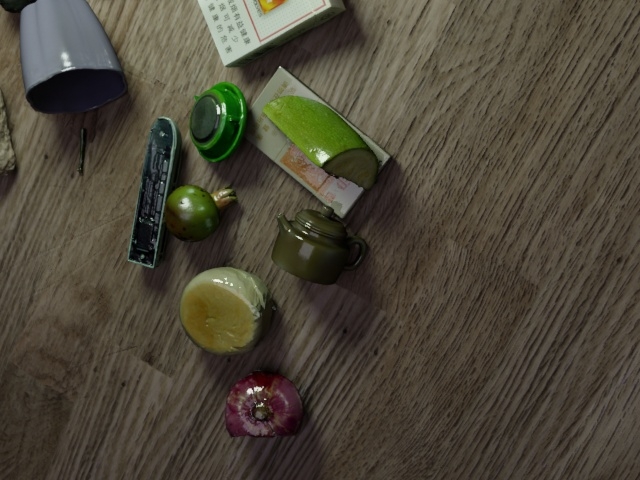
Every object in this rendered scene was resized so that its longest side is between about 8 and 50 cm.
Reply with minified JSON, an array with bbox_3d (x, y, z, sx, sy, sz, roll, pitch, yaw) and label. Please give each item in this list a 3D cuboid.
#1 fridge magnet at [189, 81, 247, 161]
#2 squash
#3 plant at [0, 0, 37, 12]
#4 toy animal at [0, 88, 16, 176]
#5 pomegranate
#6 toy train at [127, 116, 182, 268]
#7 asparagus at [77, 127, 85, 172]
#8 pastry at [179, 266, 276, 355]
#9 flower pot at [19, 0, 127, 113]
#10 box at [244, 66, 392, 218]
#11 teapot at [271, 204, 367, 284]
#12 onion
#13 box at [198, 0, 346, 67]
[{"bbox_3d":[-0.265,-0.304,1.821,0.208,0.088,0.208,-6,81,45],"label":"fridge magnet"},{"bbox_3d":[0.013,-0.262,1.750,0.111,0.203,0.289,-55,47,16],"label":"squash"},{"bbox_3d":[-0.750,-0.696,1.886,0.256,0.164,0.142,-27,91,7],"label":"plant"},{"bbox_3d":[-1.000,-0.350,1.999,0.226,0.188,0.359,-5,97,11],"label":"toy animal"},{"bbox_3d":[-0.318,-0.079,1.879,0.205,0.159,0.159,-25,92,-6],"label":"pomegranate"},{"bbox_3d":[-0.436,-0.133,1.924,0.086,0.088,0.407,16,103,11],"label":"toy train"},{"bbox_3d":[-0.675,-0.254,2.010,0.015,0.018,0.127,20,107,48],"label":"asparagus"},{"bbox_3d":[-0.251,0.192,1.903,0.264,0.133,0.265,3,101,16],"label":"pastry"},{"bbox_3d":[-0.668,-0.490,1.858,0.265,0.265,0.243,-24,81,18],"label":"flower pot"},{"bbox_3d":[-0.018,-0.248,1.804,0.365,0.051,0.205,40,107,6],"label":"box"},{"bbox_3d":[0.000,0.000,1.779,0.267,0.185,0.175,16,107,-26],"label":"teapot"},{"bbox_3d":[-0.152,0.439,1.900,0.207,0.200,0.201,-2,99,29],"label":"onion"},{"bbox_3d":[-0.126,-0.586,1.730,0.330,0.095,0.210,-21,93,30],"label":"box"}]
